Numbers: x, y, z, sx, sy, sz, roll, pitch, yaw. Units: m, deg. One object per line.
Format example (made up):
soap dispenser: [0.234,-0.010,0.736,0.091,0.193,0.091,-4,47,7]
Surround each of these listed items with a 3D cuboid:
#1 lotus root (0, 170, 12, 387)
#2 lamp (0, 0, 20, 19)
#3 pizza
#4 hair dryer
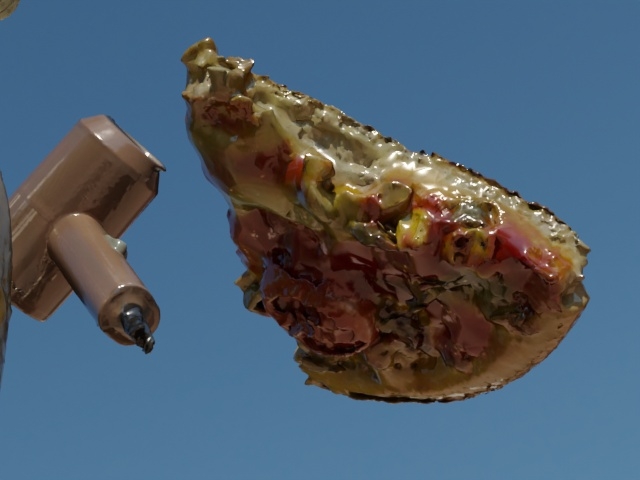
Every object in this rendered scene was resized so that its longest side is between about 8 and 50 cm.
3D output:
lotus root: [-0.168,0.057,0.527,0.130,0.303,0.146,4,-32,12]
lamp: [-0.362,-0.288,1.690,0.106,0.106,0.193,-23,-26,7]
pizza: [0.000,0.000,1.498,0.406,0.130,0.440,43,-31,-12]
hair dryer: [-0.119,0.010,0.909,0.117,0.181,0.064,-48,-54,1]
